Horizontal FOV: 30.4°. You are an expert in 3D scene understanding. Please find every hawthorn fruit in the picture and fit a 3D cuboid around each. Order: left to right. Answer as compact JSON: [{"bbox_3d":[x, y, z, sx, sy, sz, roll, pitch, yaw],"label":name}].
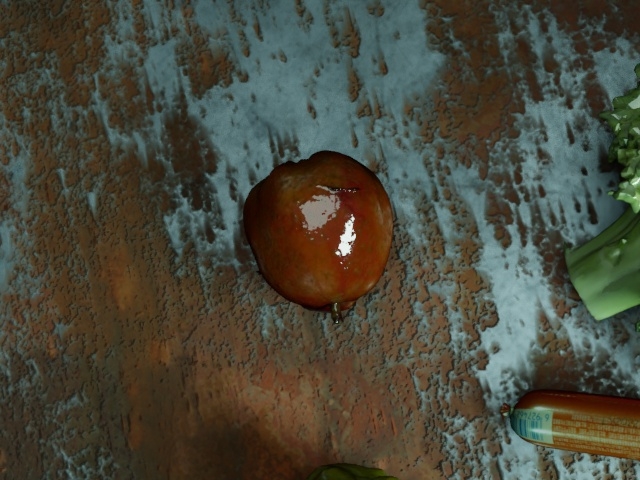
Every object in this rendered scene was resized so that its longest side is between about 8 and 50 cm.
[{"bbox_3d":[0.000,0.000,1.396,0.185,0.185,0.202,-10,85,6],"label":"hawthorn fruit"}]

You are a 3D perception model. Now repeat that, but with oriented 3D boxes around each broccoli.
[{"bbox_3d":[0.429,-0.013,1.302,0.338,0.277,0.318,35,108,19],"label":"broccoli"}]

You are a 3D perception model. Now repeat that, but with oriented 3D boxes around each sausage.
[{"bbox_3d":[0.329,0.210,1.346,0.263,0.083,0.083,3,82,30],"label":"sausage"}]

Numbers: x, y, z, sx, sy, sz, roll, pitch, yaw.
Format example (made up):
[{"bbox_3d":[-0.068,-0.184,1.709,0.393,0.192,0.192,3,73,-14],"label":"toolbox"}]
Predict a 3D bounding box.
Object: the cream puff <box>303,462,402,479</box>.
[{"bbox_3d":[0.056,0.390,1.327,0.281,0.185,0.282,-29,49,41],"label":"cream puff"}]
